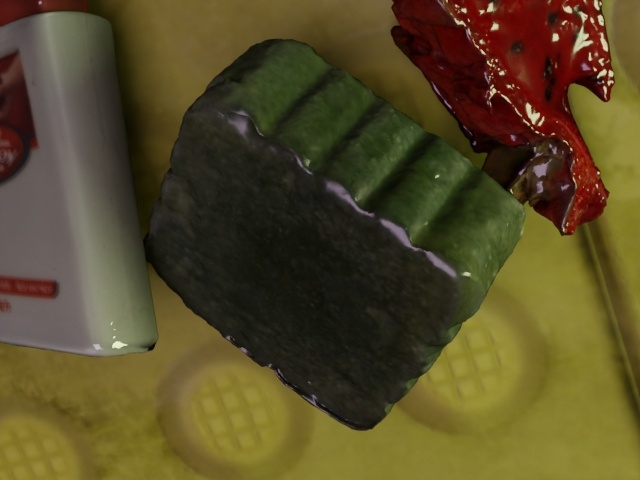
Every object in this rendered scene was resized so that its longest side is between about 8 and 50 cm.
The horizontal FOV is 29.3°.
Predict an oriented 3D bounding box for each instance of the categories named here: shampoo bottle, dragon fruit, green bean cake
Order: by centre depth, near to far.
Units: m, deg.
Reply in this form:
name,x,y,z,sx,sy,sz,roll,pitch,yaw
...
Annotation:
name,x,y,z,sx,sy,sz,roll,pitch,yaw
green bean cake,0.000,0.000,0.691,0.183,0.094,0.185,35,139,5
dragon fruit,0.106,-0.093,0.695,0.092,0.122,0.192,-6,117,55
shampoo bottle,-0.162,-0.079,0.719,0.153,0.071,0.284,1,95,41
